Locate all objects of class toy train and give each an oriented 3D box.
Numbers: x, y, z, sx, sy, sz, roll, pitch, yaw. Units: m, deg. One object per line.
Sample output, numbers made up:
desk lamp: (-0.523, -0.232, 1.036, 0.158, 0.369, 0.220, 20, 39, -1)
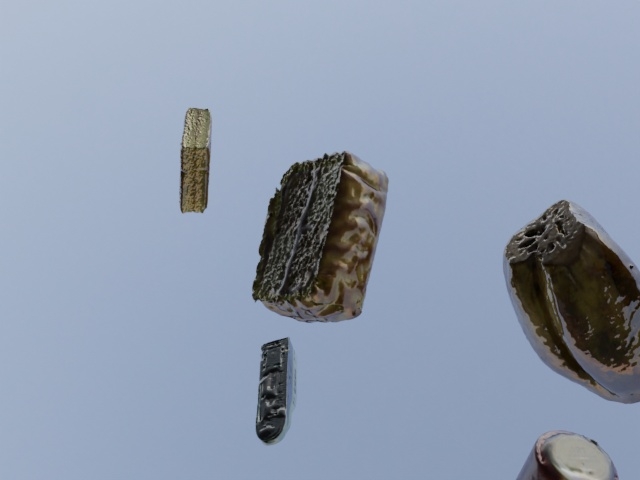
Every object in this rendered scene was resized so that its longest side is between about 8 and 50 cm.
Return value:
toy train: (-0.064, 0.235, 1.445, 0.052, 0.051, 0.234, -18, -151, 9)

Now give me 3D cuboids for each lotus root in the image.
lotus root: (0.360, 0.099, 1.313, 0.193, 0.291, 0.193, -31, -161, 12)

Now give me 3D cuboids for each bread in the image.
bread: (-0.146, -0.094, 1.127, 0.035, 0.094, 0.090, 3, -144, -7)
bread: (0.000, 0.000, 1.255, 0.181, 0.096, 0.222, -16, -124, 54)

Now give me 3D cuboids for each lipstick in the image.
lipstick: (0.188, 0.278, 0.886, 0.080, 0.080, 0.241, 54, -42, 40)
